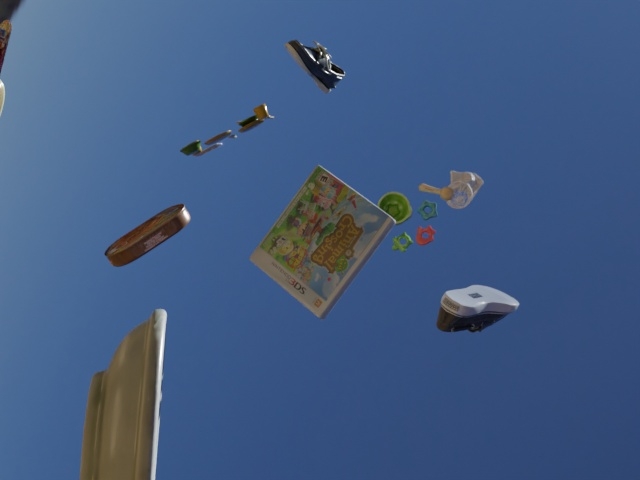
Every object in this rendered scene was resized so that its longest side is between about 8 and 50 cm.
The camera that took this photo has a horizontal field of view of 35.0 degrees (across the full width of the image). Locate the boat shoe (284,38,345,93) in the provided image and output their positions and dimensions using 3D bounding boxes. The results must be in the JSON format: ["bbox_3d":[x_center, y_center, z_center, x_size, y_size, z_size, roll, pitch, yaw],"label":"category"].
[{"bbox_3d":[-0.009,-0.447,2.543,0.079,0.254,0.095,-38,-119,10],"label":"boat shoe"}]

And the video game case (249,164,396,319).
[{"bbox_3d":[0.000,0.000,1.770,0.193,0.023,0.212,38,-87,32],"label":"video game case"}]

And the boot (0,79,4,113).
[{"bbox_3d":[-0.592,-0.177,1.636,0.213,0.077,0.165,-56,-171,3],"label":"boot"}]

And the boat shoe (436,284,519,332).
[{"bbox_3d":[0.286,0.135,1.868,0.080,0.228,0.076,33,-70,30],"label":"boat shoe"}]

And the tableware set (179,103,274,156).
[{"bbox_3d":[-0.151,-0.177,1.632,0.154,0.024,0.104,-26,-179,10],"label":"tableware set"}]

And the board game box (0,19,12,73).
[{"bbox_3d":[-0.595,-0.315,1.795,0.133,0.033,0.168,-3,-107,55],"label":"board game box"}]

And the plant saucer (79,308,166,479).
[{"bbox_3d":[-0.279,0.294,1.429,0.400,0.101,0.400,-176,-90,-82],"label":"plant saucer"}]

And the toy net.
[{"bbox_3d":[0.234,-0.070,2.062,0.045,0.232,0.122,89,-24,-76],"label":"toy net"}]

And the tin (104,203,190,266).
[{"bbox_3d":[-0.349,-0.010,2.055,0.190,0.040,0.106,-34,-165,-13],"label":"tin"}]
